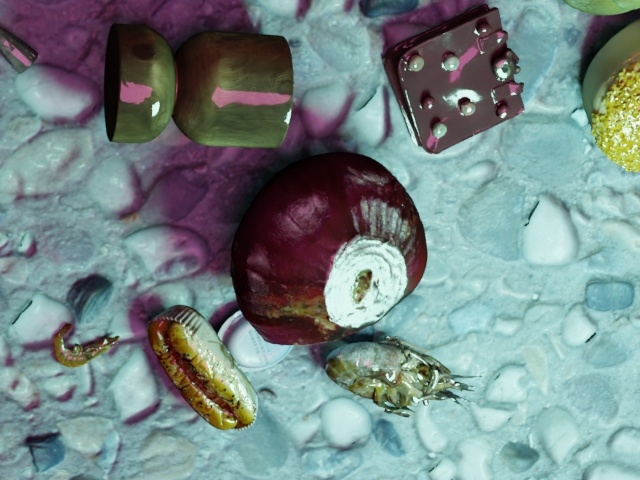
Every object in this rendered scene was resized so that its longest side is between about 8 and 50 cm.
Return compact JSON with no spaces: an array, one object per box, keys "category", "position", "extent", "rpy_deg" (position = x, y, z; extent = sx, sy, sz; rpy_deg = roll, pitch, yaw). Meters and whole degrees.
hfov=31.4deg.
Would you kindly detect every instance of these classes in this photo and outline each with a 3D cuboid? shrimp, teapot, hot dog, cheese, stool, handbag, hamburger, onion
[{"category":"shrimp","position":[0.166,0.249,2.110],"extent":[0.343,0.116,0.145],"rpy_deg":[15,132,-26]},{"category":"teapot","position":[-0.476,-0.302,1.704],"extent":[0.043,0.043,0.111],"rpy_deg":[-42,114,4]},{"category":"hot dog","position":[-0.206,0.227,1.983],"extent":[0.144,0.075,0.268],"rpy_deg":[-19,117,40]},{"category":"cheese","position":[-0.080,0.160,2.028],"extent":[0.244,0.052,0.135],"rpy_deg":[-21,120,-8]},{"category":"stool","position":[-0.188,-0.234,1.743],"extent":[0.264,0.179,0.179],"rpy_deg":[1,113,-17]},{"category":"handbag","position":[0.233,-0.267,1.919],"extent":[0.216,0.074,0.203],"rpy_deg":[-24,119,-6]},{"category":"hamburger","position":[0.594,-0.251,1.955],"extent":[0.294,0.179,0.276],"rpy_deg":[-42,130,15]},{"category":"shrimp","position":[-0.403,0.172,1.950],"extent":[0.114,0.023,0.083],"rpy_deg":[-22,115,-2]},{"category":"onion","position":[0.000,0.000,1.847],"extent":[0.336,0.282,0.260],"rpy_deg":[-27,122,-4]}]

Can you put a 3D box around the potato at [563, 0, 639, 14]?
[{"category":"potato","position":[0.481,-0.435,1.853],"extent":[0.157,0.194,0.157],"rpy_deg":[-11,114,-26]}]
